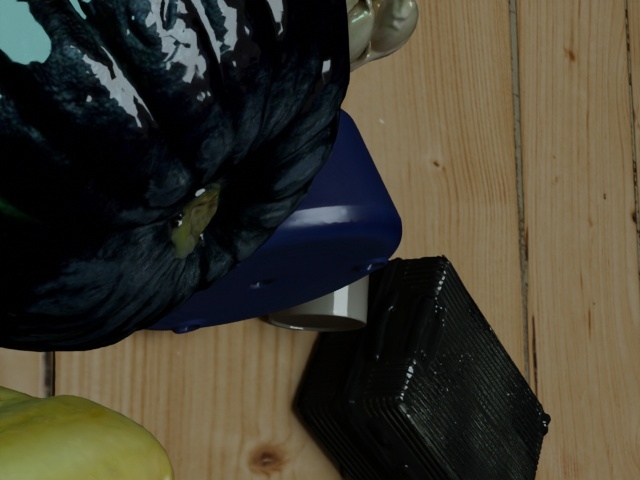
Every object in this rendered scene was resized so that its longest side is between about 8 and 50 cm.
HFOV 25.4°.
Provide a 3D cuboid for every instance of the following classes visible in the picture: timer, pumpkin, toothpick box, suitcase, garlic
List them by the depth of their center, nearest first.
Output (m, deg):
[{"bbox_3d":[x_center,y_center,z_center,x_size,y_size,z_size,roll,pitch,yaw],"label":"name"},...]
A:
[{"bbox_3d":[-0.147,-0.098,0.917,0.266,0.363,0.363,49,24,21],"label":"pumpkin"},{"bbox_3d":[-0.101,-0.133,1.300,0.270,0.270,0.383,9,61,-57],"label":"timer"},{"bbox_3d":[-0.015,-0.257,1.471,0.185,0.203,0.281,-57,137,-22],"label":"garlic"},{"bbox_3d":[0.000,0.000,1.519,0.111,0.111,0.181,21,67,-55],"label":"toothpick box"},{"bbox_3d":[0.125,0.205,1.648,0.335,0.152,0.229,54,40,-34],"label":"suitcase"}]

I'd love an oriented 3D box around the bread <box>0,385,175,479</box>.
[{"bbox_3d":[-0.280,0.192,0.823,0.394,0.361,0.250,-17,122,-60],"label":"bread"}]
